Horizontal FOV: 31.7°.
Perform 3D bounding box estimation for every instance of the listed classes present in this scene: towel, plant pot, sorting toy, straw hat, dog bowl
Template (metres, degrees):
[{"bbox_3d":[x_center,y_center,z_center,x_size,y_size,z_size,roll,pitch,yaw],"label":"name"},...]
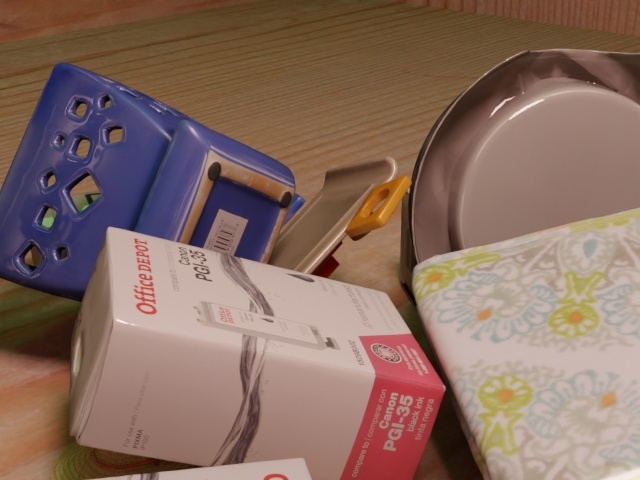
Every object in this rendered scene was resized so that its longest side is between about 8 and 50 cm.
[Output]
[{"bbox_3d":[0.264,0.100,0.933,0.320,0.090,0.374,-15,32,-1],"label":"towel"},{"bbox_3d":[-0.176,-0.026,1.185,0.212,0.236,0.236,22,0,30],"label":"plant pot"},{"bbox_3d":[0.000,0.000,1.239,0.196,0.047,0.347,-52,17,-17],"label":"sorting toy"},{"bbox_3d":[-0.164,0.169,0.982,0.144,0.061,0.144,0,21,0],"label":"straw hat"},{"bbox_3d":[0.249,-0.032,1.156,0.348,0.349,0.102,-4,10,-11],"label":"dog bowl"}]

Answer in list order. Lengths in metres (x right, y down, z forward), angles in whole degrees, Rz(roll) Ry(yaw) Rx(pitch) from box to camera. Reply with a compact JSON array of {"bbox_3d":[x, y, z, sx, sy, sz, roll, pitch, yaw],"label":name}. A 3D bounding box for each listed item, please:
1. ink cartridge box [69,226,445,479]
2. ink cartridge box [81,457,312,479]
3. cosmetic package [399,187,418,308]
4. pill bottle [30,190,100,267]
[{"bbox_3d":[-0.063,0.104,0.975,0.283,0.117,0.207,14,18,-17],"label":"ink cartridge box"},{"bbox_3d":[-0.125,0.247,0.694,0.289,0.122,0.211,-4,22,-13],"label":"ink cartridge box"},{"bbox_3d":[0.252,0.010,1.315,0.296,0.129,0.153,-3,20,-9],"label":"cosmetic package"},{"bbox_3d":[-0.260,-0.009,1.379,0.180,0.108,0.108,-9,23,-22],"label":"pill bottle"}]
